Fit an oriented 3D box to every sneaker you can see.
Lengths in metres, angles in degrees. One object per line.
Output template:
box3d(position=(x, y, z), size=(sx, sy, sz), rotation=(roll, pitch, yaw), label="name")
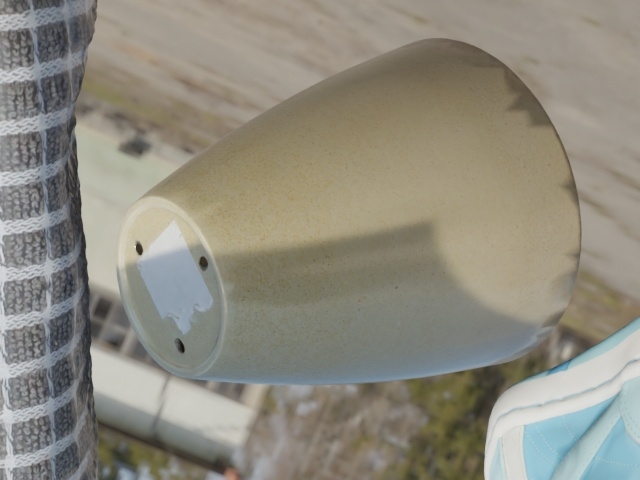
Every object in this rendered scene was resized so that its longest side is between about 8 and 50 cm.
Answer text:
box3d(position=(0.141, 0.166, 0.812), size=(0.127, 0.208, 0.319), rotation=(19, 154, -4), label="sneaker")

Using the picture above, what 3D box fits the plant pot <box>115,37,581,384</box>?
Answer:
box3d(position=(0.000, 0.000, 1.202), size=(0.274, 0.256, 0.256), rotation=(-15, -155, -38), label="plant pot")

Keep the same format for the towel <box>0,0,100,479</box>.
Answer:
box3d(position=(-0.148, -0.025, 0.708), size=(0.121, 0.235, 0.283), rotation=(-2, -159, -8), label="towel")
